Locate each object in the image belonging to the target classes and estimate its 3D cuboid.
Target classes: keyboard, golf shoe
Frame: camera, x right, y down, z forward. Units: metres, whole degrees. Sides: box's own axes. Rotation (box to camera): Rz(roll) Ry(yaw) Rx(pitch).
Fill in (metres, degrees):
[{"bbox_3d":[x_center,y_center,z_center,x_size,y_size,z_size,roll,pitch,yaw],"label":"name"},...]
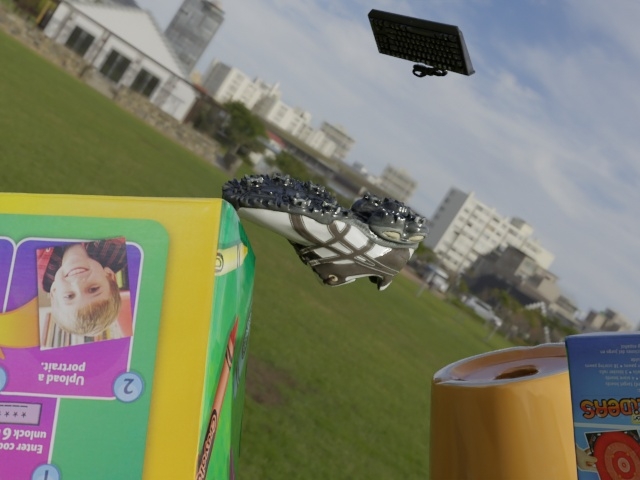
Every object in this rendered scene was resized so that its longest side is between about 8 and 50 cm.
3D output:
[{"bbox_3d":[0.144,-0.273,1.220,0.180,0.023,0.108,28,-24,44],"label":"keyboard"},{"bbox_3d":[0.000,0.000,0.747,0.198,0.094,0.077,12,22,-25],"label":"golf shoe"}]

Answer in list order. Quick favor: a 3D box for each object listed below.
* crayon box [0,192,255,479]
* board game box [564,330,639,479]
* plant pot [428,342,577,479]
[{"bbox_3d":[-0.174,0.068,0.346,0.278,0.165,0.081,2,-19,3],"label":"crayon box"},{"bbox_3d":[0.178,0.093,0.252,0.201,0.136,0.035,-6,-5,41],"label":"board game box"},{"bbox_3d":[0.161,0.179,0.613,0.205,0.188,0.205,-10,1,0],"label":"plant pot"}]
